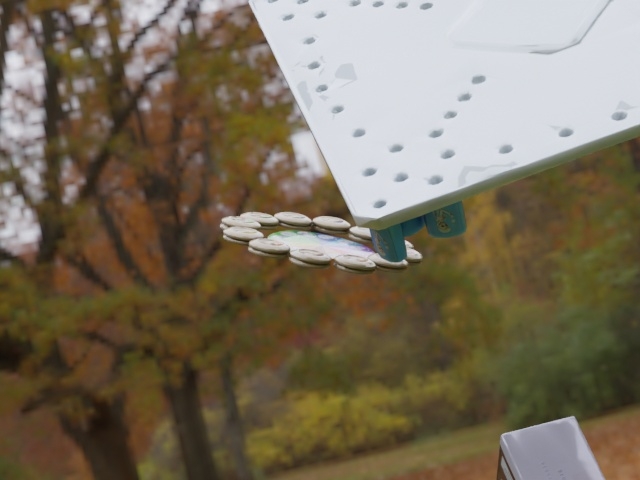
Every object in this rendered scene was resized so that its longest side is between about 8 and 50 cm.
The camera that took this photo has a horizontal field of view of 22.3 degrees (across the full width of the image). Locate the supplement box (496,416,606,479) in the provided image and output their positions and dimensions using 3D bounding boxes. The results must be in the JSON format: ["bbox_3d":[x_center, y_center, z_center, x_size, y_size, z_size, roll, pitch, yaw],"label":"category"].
[{"bbox_3d":[0.204,0.281,1.418,0.073,0.130,0.239,-12,-42,-11],"label":"supplement box"}]

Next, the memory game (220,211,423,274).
[{"bbox_3d":[0.000,0.000,1.453,0.186,0.012,0.186,9,12,-2],"label":"memory game"}]

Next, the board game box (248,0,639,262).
[{"bbox_3d":[0.169,-0.158,1.257,0.390,0.050,0.390,-20,34,-3],"label":"board game box"}]
